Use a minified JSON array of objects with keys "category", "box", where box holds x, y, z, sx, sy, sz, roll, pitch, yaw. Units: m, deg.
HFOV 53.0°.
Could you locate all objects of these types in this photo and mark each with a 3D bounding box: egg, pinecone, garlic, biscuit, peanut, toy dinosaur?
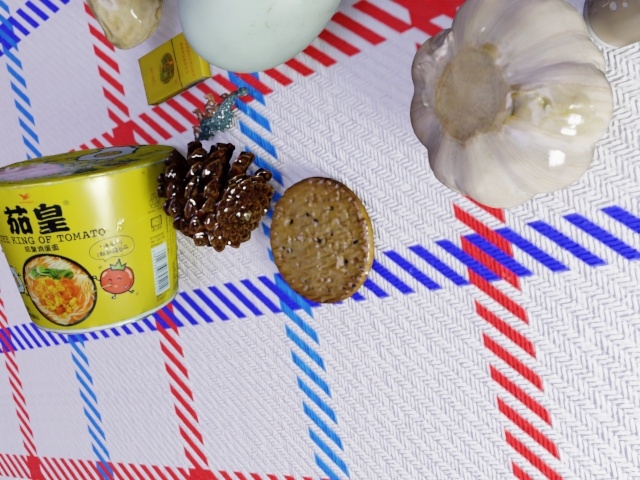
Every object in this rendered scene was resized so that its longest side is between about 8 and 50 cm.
[{"category":"egg","box":[-0.072,-0.328,0.836,0.264,0.183,0.183,-27,81,32]},{"category":"pinecone","box":[-0.169,-0.078,0.970,0.165,0.163,0.163,32,116,28]},{"category":"garlic","box":[0.198,-0.142,0.673,0.228,0.152,0.228,20,115,52]},{"category":"biscuit","box":[0.001,0.000,0.934,0.187,0.027,0.188,6,100,37]},{"category":"peanut","box":[-0.317,-0.476,1.036,0.153,0.140,0.325,2,101,21]},{"category":"toy dinosaur","box":[-0.162,-0.201,1.013,0.154,0.049,0.055,-31,76,43]}]

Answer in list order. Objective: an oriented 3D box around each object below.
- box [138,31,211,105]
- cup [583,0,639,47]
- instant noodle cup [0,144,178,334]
[{"category":"box","box":[-0.249,-0.292,1.085,0.155,0.023,0.087,-13,92,39]},{"category":"cup","box":[0.304,-0.241,0.602,0.099,0.074,0.102,-175,86,-75]},{"category":"instant noodle cup","box":[-0.381,-0.010,1.073,0.325,0.325,0.254,7,112,37]}]
